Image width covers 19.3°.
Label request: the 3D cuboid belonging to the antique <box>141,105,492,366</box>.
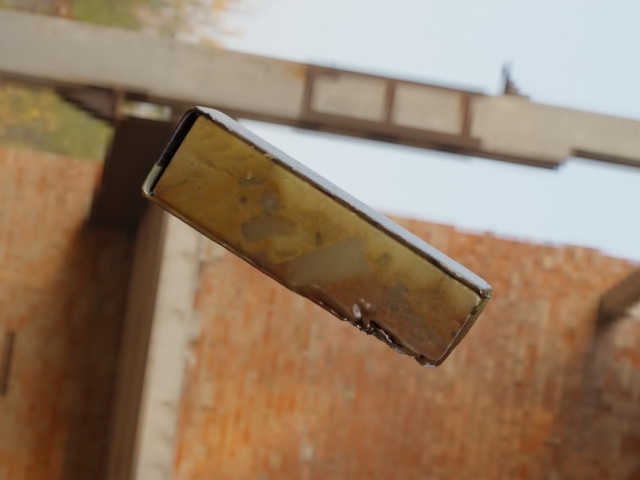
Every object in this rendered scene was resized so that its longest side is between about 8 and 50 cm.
[{"bbox_3d":[0.000,0.000,1.648,0.093,0.310,0.087,-59,171,6],"label":"antique"}]
